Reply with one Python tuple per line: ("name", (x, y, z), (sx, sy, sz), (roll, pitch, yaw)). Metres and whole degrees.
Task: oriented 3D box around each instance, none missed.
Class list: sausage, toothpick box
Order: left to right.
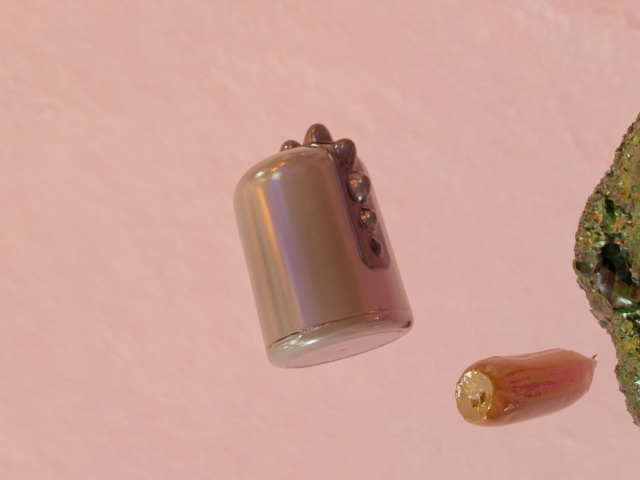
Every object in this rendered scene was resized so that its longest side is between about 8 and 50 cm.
("toothpick box", (0.000, 0.000, 1.341), (0.229, 0.229, 0.316), (-16, 76, 3))
("sausage", (0.355, 0.230, 1.561), (0.328, 0.112, 0.112), (-3, 72, -39))

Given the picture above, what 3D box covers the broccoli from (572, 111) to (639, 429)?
("broccoli", (0.292, 0.006, 0.540), (0.269, 0.269, 0.254), (-14, 108, 4))
